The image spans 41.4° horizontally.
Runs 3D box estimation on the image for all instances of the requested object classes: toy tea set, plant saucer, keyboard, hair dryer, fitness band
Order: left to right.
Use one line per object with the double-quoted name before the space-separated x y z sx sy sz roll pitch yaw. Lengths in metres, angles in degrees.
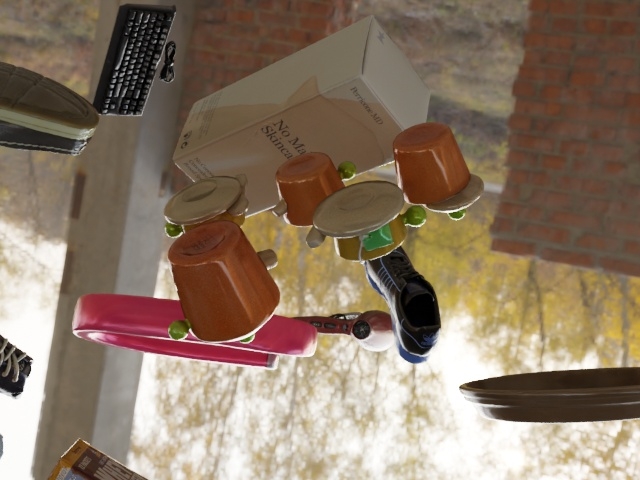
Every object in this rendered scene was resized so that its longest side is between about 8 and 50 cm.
"keyboard" -0.240 -0.241 1.149 0.108 0.180 0.023 -9 -126 -38
"fitness band" -0.148 0.110 1.003 0.291 0.054 0.209 4 167 14
"toy tea set" 0.000 0.000 0.840 0.336 0.124 0.200 -14 -149 11
"hair dryer" 0.040 0.178 1.629 0.224 0.080 0.293 -2 173 -24
"plant saucer" 0.302 0.179 0.990 0.278 0.041 0.278 -4 175 0

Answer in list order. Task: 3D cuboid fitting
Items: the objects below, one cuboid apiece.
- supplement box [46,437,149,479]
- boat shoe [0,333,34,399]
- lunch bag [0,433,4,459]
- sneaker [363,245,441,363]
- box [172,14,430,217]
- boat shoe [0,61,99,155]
"supplement box" -0.345 0.442 1.279 0.194 0.191 0.129 32 179 -3
"boat shoe" -0.654 0.219 1.698 0.158 0.127 0.340 18 149 -10
"lunch bag" -0.223 0.117 0.463 0.083 0.053 0.071 -24 158 38
"sneaker" 0.130 0.069 1.292 0.081 0.232 0.090 -7 144 -19
"box" -0.026 -0.152 1.114 0.311 0.121 0.148 -20 132 34
"boat shoe" -0.272 -0.091 0.593 0.224 0.073 0.080 13 -154 -16
